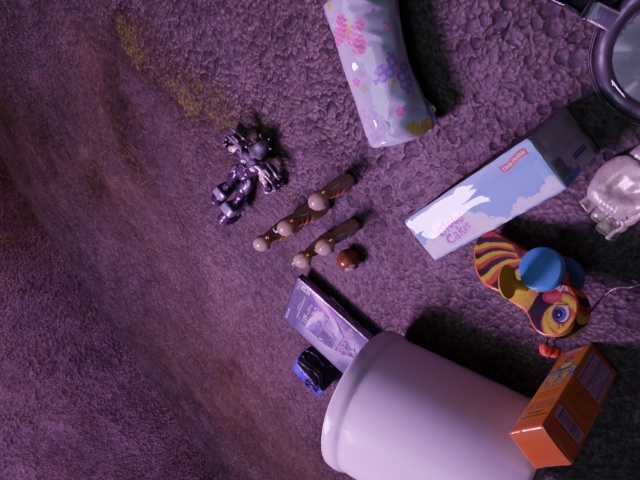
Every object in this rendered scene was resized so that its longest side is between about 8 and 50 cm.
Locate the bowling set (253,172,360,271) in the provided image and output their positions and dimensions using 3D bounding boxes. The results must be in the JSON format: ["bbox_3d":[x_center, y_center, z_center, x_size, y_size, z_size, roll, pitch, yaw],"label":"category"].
[{"bbox_3d":[0.000,0.000,1.173,0.199,0.154,0.287,53,141,1],"label":"bowling set"}]

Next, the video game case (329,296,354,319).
[{"bbox_3d":[0.048,0.256,1.416,0.173,0.022,0.190,46,141,9],"label":"video game case"}]

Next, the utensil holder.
[{"bbox_3d":[0.248,0.412,1.094,0.386,0.328,0.327,21,131,32],"label":"utensil holder"}]

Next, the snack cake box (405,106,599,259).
[{"bbox_3d":[0.278,-0.082,0.840,0.089,0.152,0.264,53,141,1],"label":"snack cake box"}]

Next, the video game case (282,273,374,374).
[{"bbox_3d":[0.022,0.234,1.387,0.274,0.026,0.196,41,140,16],"label":"video game case"}]

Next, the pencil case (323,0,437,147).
[{"bbox_3d":[0.102,-0.293,0.894,0.124,0.113,0.273,-10,110,37],"label":"pencil case"}]

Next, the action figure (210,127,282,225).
[{"bbox_3d":[-0.186,-0.161,1.293,0.185,0.099,0.285,55,137,10],"label":"action figure"}]

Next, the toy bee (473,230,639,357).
[{"bbox_3d":[0.354,0.093,0.844,0.162,0.195,0.298,-68,20,4],"label":"toy bee"}]

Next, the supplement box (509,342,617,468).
[{"bbox_3d":[0.416,0.274,0.898,0.080,0.233,0.078,54,141,6],"label":"supplement box"}]

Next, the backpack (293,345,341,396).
[{"bbox_3d":[-0.019,0.369,1.503,0.120,0.098,0.101,43,143,11],"label":"backpack"}]

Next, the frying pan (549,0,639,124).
[{"bbox_3d":[0.398,-0.287,0.658,0.326,0.053,0.197,55,133,3],"label":"frying pan"}]

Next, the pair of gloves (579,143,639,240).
[{"bbox_3d":[0.491,-0.032,0.730,0.240,0.042,0.204,53,143,17],"label":"pair of gloves"}]
